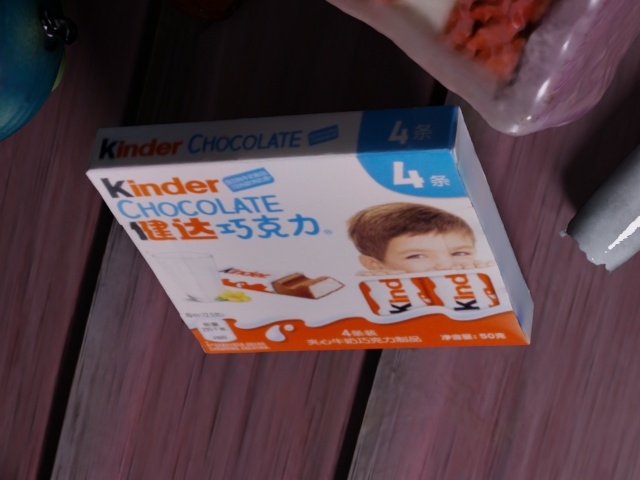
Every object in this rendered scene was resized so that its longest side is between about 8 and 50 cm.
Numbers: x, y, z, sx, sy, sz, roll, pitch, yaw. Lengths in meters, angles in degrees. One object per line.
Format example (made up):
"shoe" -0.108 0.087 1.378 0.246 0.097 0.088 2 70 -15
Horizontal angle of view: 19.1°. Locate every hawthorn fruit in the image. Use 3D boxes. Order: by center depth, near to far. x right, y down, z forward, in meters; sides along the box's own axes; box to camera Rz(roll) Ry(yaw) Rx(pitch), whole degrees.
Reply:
"hawthorn fruit" -0.092 -0.213 1.498 0.081 0.081 0.093 -10 122 19

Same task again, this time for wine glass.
"wine glass" 0.280 -0.077 1.394 0.074 0.074 0.262 46 108 8

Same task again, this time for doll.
"doll" -0.340 -0.165 1.522 0.322 0.186 0.199 -3 92 20

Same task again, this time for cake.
"cake" 0.156 -0.256 1.332 0.237 0.230 0.309 35 104 9

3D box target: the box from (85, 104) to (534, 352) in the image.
"box" 0.000 0.000 1.405 0.273 0.265 0.048 -2 56 19
